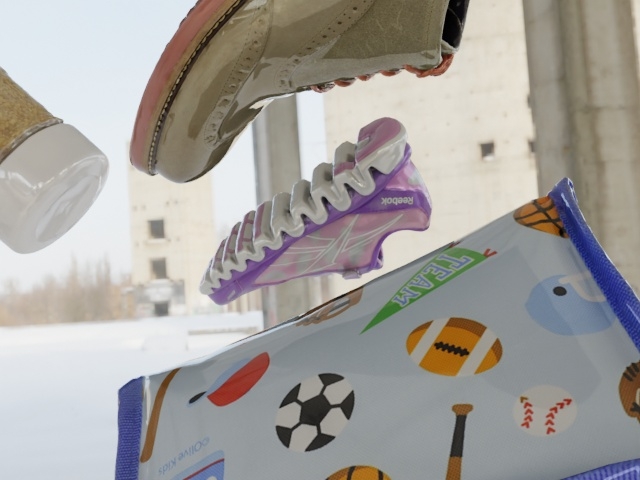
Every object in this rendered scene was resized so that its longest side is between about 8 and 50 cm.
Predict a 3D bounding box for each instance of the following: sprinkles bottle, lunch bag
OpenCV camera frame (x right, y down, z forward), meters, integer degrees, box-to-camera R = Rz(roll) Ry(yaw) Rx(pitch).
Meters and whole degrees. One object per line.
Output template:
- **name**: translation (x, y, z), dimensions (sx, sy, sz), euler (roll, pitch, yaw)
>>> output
- **sprinkles bottle**: translation (-0.361, -0.143, 0.856), dimensions (0.355, 0.121, 0.121), euler (41, 1, 7)
- **lunch bag**: translation (0.068, 0.192, 0.476), dimensions (0.328, 0.385, 0.239), euler (-25, -52, 12)

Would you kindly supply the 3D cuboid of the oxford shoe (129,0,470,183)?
- **oxford shoe**: translation (0.008, -0.122, 0.533), dimensions (0.348, 0.130, 0.123), euler (-42, 10, 40)

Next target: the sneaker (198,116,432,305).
- **sneaker**: translation (0.000, 0.000, 0.807), dimensions (0.236, 0.104, 0.095), euler (-34, 21, 20)
